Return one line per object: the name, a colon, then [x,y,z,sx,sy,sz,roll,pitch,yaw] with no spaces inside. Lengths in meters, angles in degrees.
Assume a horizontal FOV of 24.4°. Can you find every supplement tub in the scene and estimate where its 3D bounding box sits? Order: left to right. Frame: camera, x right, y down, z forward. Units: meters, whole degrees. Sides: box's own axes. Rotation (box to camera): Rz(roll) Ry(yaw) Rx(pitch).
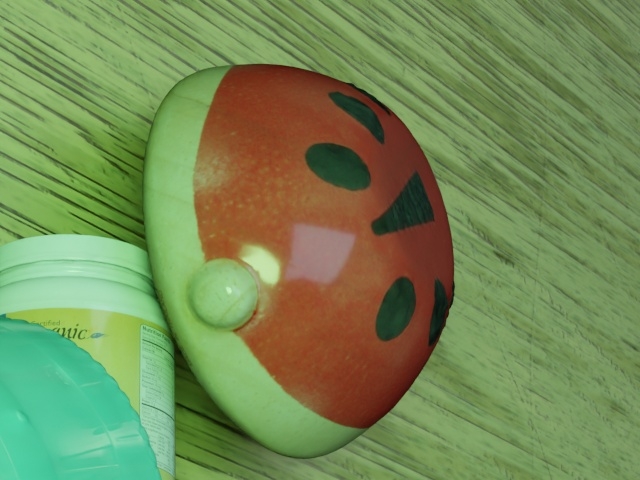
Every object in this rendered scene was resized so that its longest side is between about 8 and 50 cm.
supplement tub: [-0.169,0.110,0.994,0.144,0.144,0.200,20,58,-43]

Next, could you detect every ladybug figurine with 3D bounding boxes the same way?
ladybug figurine: [0.000,0.000,1.123,0.449,0.162,0.305,-48,117,-75]

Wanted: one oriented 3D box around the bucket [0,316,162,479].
bucket: [-0.230,0.165,0.798,0.183,0.281,0.281,2,71,-61]
